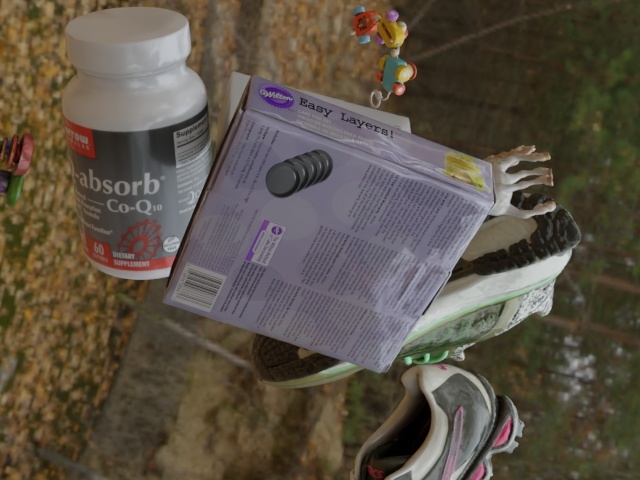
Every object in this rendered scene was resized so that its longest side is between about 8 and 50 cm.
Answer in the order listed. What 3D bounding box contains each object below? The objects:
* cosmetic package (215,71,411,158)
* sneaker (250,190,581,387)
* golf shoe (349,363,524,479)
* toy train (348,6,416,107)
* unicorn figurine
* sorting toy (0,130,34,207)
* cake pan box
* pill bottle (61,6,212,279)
[{"bbox_3d":[-0.004,-0.061,1.409,0.377,0.284,0.097,-92,-162,-47],"label":"cosmetic package"},{"bbox_3d":[0.122,0.103,1.204,0.158,0.410,0.182,-116,-174,-50],"label":"sneaker"},{"bbox_3d":[0.058,0.227,0.848,0.120,0.105,0.273,29,84,-41],"label":"golf shoe"},{"bbox_3d":[0.103,-0.299,1.597,0.125,0.046,0.166,-20,-99,60],"label":"toy train"},{"bbox_3d":[0.187,-0.056,1.059,0.162,0.111,0.060,-52,134,-72],"label":"unicorn figurine"},{"bbox_3d":[-0.339,-0.083,1.092,0.102,0.042,0.061,126,-31,-44],"label":"sorting toy"},{"bbox_3d":[0.000,0.000,0.969,0.070,0.245,0.267,-82,-165,-50],"label":"cake pan box"},{"bbox_3d":[-0.266,-0.143,1.490,0.210,0.210,0.363,-64,157,-57],"label":"pill bottle"}]
